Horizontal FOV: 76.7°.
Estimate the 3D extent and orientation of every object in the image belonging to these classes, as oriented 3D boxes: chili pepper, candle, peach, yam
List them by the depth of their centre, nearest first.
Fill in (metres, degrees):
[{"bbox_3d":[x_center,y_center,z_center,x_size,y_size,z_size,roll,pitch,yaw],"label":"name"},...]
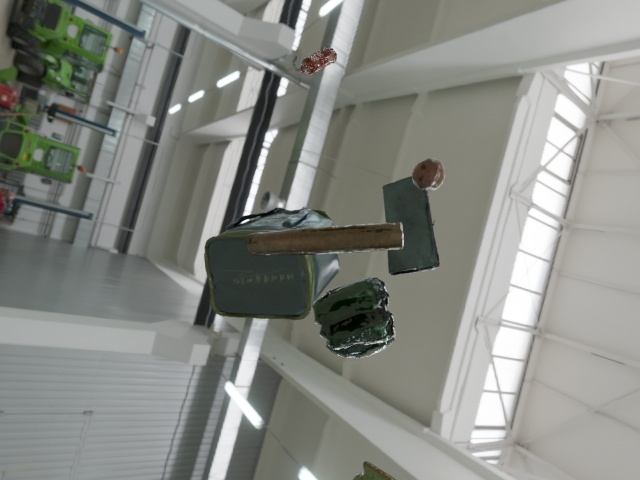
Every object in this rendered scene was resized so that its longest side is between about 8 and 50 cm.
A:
[{"bbox_3d":[0.000,0.000,0.643,0.264,0.046,0.046,-4,-110,19],"label":"yam"},{"bbox_3d":[-0.012,-0.407,0.914,0.053,0.048,0.162,-13,-156,37],"label":"candle"},{"bbox_3d":[0.276,-0.169,1.032,0.083,0.083,0.083,-26,-124,47],"label":"peach"},{"bbox_3d":[0.111,0.250,1.339,0.257,0.233,0.248,-17,-120,-1],"label":"chili pepper"}]

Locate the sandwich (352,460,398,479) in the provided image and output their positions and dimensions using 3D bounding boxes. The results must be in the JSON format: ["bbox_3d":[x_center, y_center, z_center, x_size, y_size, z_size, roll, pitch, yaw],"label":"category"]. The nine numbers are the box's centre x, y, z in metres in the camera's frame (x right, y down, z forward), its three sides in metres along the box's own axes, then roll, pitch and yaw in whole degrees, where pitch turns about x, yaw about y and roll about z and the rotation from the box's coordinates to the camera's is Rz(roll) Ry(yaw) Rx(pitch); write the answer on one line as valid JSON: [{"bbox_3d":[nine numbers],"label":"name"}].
[{"bbox_3d":[0.107,0.436,0.569,0.155,0.198,0.227,-54,167,-25],"label":"sandwich"}]

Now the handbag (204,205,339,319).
[{"bbox_3d":[-0.101,0.044,0.924,0.263,0.241,0.222,0,-77,16],"label":"handbag"}]

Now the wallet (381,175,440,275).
[{"bbox_3d":[0.327,-0.061,1.504,0.191,0.046,0.378,-16,-117,33],"label":"wallet"}]
